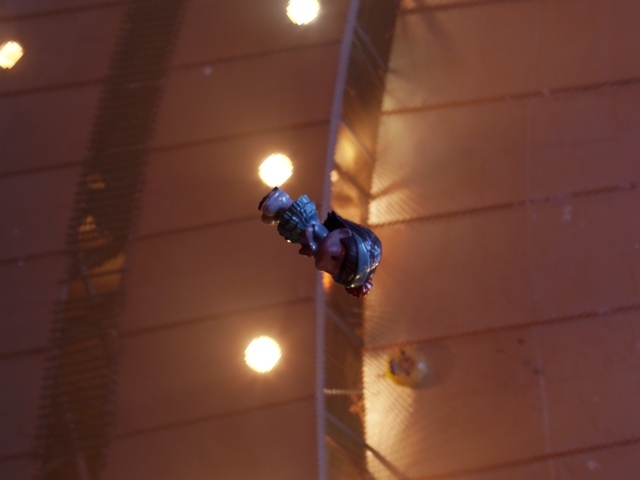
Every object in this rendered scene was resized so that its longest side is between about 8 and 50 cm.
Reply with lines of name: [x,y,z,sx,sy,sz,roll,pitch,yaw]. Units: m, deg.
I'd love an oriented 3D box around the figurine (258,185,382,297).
figurine: [0.000,0.000,0.897,0.106,0.060,0.047,34,-132,11]
